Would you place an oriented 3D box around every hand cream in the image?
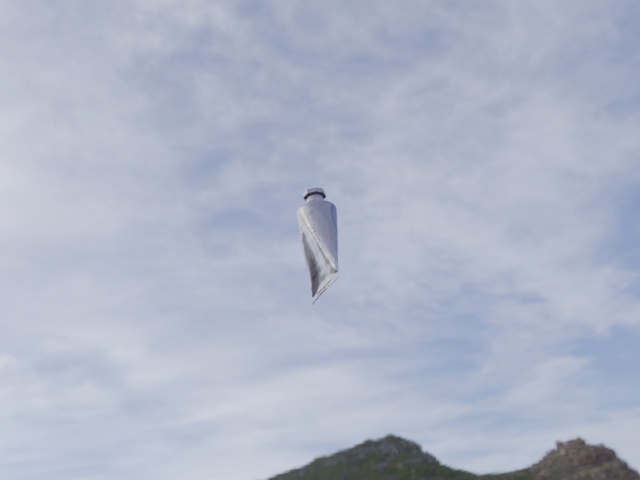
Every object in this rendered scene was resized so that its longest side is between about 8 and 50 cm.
[{"bbox_3d":[0.000,0.000,0.896,0.053,0.142,0.084,3,-28,-22],"label":"hand cream"}]
